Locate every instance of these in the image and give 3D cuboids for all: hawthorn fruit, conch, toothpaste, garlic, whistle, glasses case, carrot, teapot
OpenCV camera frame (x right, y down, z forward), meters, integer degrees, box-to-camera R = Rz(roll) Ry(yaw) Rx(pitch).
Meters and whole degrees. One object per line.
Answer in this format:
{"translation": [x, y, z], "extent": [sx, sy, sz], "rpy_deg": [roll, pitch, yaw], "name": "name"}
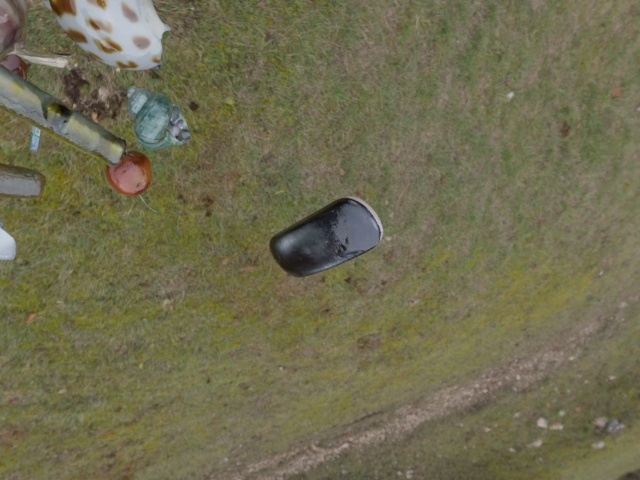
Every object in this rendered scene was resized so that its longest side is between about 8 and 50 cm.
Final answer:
{"translation": [-0.720, -0.210, 1.644], "extent": [0.165, 0.165, 0.286], "rpy_deg": [-17, 135, -17], "name": "hawthorn fruit"}
{"translation": [-0.582, -0.432, 1.508], "extent": [0.277, 0.195, 0.220], "rpy_deg": [47, 51, -37], "name": "conch"}
{"translation": [-0.879, -0.317, 1.299], "extent": [0.020, 0.017, 0.083], "rpy_deg": [4, 106, -53], "name": "toothpaste"}
{"translation": [-0.402, -0.420, 0.745], "extent": [0.148, 0.274, 0.183], "rpy_deg": [-20, 141, -55], "name": "conch"}
{"translation": [-0.634, -0.410, 0.836], "extent": [0.253, 0.245, 0.245], "rpy_deg": [20, 108, -38], "name": "garlic"}
{"translation": [-0.441, -0.207, 0.613], "extent": [0.067, 0.057, 0.326], "rpy_deg": [-9, 156, 32], "name": "whistle"}
{"translation": [0.000, 0.000, 0.894], "extent": [0.122, 0.314, 0.075], "rpy_deg": [54, 47, -9], "name": "glasses case"}
{"translation": [-0.676, -0.114, 0.727], "extent": [0.342, 0.070, 0.070], "rpy_deg": [1, 117, -30], "name": "carrot"}
{"translation": [-0.809, -0.438, 1.059], "extent": [0.173, 0.116, 0.116], "rpy_deg": [44, 95, 7], "name": "teapot"}

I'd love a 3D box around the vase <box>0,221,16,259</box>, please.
{"translation": [-0.926, 0.077, 0.918], "extent": [0.445, 0.249, 0.250], "rpy_deg": [-51, 142, -46], "name": "vase"}
